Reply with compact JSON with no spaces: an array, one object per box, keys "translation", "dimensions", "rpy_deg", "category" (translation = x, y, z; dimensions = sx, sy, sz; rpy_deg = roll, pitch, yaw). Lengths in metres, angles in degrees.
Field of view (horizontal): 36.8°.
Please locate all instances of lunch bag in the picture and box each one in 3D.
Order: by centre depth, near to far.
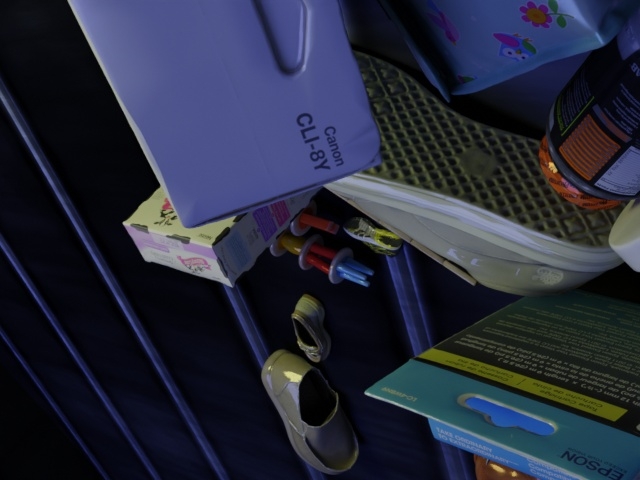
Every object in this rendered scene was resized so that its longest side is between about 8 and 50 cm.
[{"translation":[0.105,-0.234,0.739],"dimensions":[0.223,0.160,0.262],"rpy_deg":[50,156,-15],"category":"lunch bag"}]

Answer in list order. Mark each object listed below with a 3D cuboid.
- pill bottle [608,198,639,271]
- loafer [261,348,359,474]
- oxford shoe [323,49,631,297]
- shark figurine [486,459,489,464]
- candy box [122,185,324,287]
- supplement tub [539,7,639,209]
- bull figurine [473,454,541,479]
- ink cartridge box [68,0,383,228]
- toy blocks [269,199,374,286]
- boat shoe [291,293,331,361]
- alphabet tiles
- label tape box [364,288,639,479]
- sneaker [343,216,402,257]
[{"translation":[0.379,0.049,0.803],"dimensions":[0.265,0.153,0.153],"rpy_deg":[44,150,-4],"category":"pill bottle"},{"translation":[-0.007,0.303,1.632],"dimensions":[0.092,0.102,0.268],"rpy_deg":[8,136,52],"category":"loafer"},{"translation":[0.094,-0.068,0.971],"dimensions":[0.449,0.169,0.130],"rpy_deg":[26,149,14],"category":"oxford shoe"},{"translation":[0.315,0.241,1.175],"dimensions":[0.278,0.116,0.166],"rpy_deg":[6,134,42],"category":"shark figurine"},{"translation":[-0.119,-0.046,1.201],"dimensions":[0.165,0.196,0.070],"rpy_deg":[14,141,38],"category":"candy box"},{"translation":[0.257,-0.108,0.769],"dimensions":[0.117,0.117,0.190],"rpy_deg":[38,151,5],"category":"supplement tub"},{"translation":[0.319,0.424,1.376],"dimensions":[0.188,0.101,0.310],"rpy_deg":[-8,112,41],"category":"bull figurine"},{"translation":[-0.096,-0.237,0.748],"dimensions":[0.384,0.160,0.279],"rpy_deg":[-107,-4,-53],"category":"ink cartridge box"},{"translation":[0.000,0.000,1.269],"dimensions":[0.148,0.054,0.123],"rpy_deg":[24,147,27],"category":"toy blocks"},{"translation":[-0.019,0.145,1.489],"dimensions":[0.056,0.048,0.153],"rpy_deg":[28,148,22],"category":"boat shoe"},{"translation":[0.082,-0.019,1.082],"dimensions":[0.237,0.009,0.198],"rpy_deg":[34,-174,11],"category":"alphabet tiles"},{"translation":[0.242,0.160,0.907],"dimensions":[0.249,0.348,0.115],"rpy_deg":[15,115,38],"category":"label tape box"},{"translation":[0.065,-0.001,1.217],"dimensions":[0.083,0.031,0.035],"rpy_deg":[25,147,25],"category":"sneaker"}]
